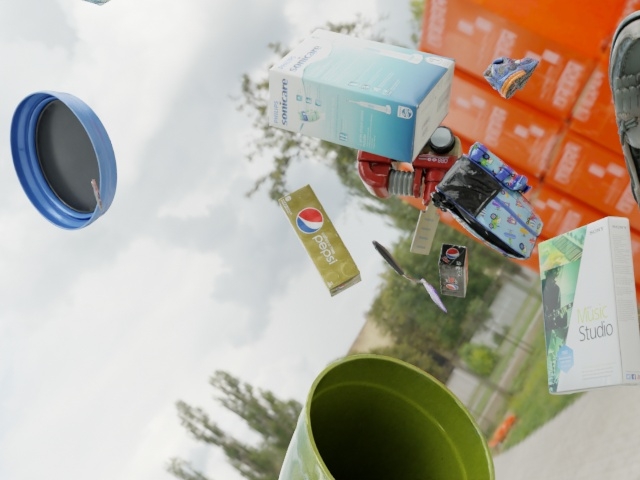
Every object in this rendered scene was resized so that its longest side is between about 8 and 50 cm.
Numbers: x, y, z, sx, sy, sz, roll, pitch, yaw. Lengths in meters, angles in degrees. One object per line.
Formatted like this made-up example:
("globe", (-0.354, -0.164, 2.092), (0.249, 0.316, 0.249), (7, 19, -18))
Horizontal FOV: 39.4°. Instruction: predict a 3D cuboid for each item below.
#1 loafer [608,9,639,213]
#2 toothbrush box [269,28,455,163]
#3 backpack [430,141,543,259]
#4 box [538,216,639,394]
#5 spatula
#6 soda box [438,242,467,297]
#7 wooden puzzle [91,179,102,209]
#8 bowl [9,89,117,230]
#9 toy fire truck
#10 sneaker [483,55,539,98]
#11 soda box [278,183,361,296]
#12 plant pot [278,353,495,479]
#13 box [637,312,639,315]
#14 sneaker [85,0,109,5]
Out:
("loafer", (0.342, -0.101, 0.886), (0.267, 0.096, 0.084), (62, -147, -43))
("toothbrush box", (0.078, -0.280, 1.693), (0.216, 0.295, 0.126), (-53, -26, -47))
("backpack", (0.267, -0.052, 1.355), (0.117, 0.173, 0.158), (-52, -11, 6))
("box", (0.527, 0.135, 1.768), (0.232, 0.058, 0.322), (147, 126, -64))
("spatula", (0.222, 0.087, 2.223), (0.030, 0.296, 0.084), (-49, 31, 3))
("soda box", (0.305, 0.070, 2.045), (0.169, 0.060, 0.053), (72, -151, -60))
("wooden puzzle", (-0.484, -0.099, 1.941), (0.006, 0.083, 0.049), (-16, -31, -17))
("bowl", (-0.709, -0.225, 2.474), (0.077, 0.391, 0.391), (-27, -34, -48))
("toy fire truck", (0.189, -0.111, 1.945), (0.158, 0.217, 0.246), (51, -133, -68))
("sneaker", (0.445, -0.398, 2.087), (0.083, 0.087, 0.221), (-58, -12, 29))
("soda box", (0.000, 0.000, 1.496), (0.061, 0.181, 0.058), (-29, -17, -4))
("plant pot", (0.071, 0.461, 1.647), (0.366, 0.366, 0.353), (-44, -12, -51))
("box", (0.621, 0.132, 1.929), (0.169, 0.054, 0.059), (-98, 26, -62))
("sneaker", (-0.456, -0.466, 1.622), (0.073, 0.162, 0.063), (-23, 47, 61))
